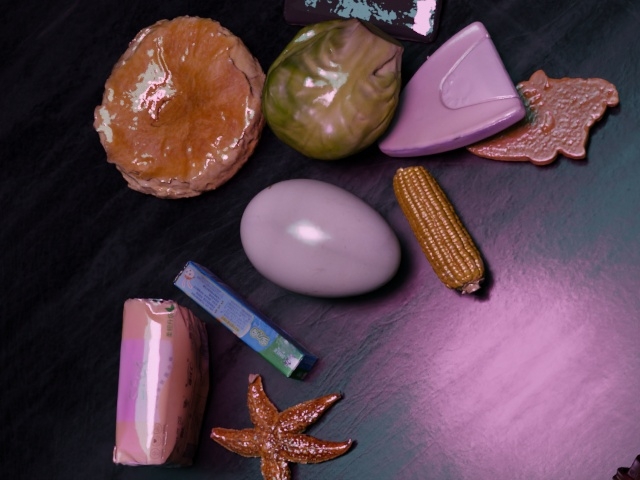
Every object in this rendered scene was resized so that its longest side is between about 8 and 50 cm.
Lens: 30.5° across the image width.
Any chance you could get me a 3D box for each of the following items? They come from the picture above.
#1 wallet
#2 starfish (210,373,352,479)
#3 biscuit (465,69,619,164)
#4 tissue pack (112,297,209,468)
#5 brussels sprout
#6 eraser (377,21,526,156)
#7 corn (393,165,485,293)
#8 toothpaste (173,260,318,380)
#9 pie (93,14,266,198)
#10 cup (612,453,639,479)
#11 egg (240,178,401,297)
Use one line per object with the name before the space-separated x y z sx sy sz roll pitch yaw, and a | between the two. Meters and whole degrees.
wallet | 0.072 -0.424 1.996 0.285 0.030 0.146 11 100 20
starfish | -0.062 0.321 1.875 0.227 0.043 0.240 -18 75 15
biscuit | 0.348 -0.189 1.857 0.250 0.035 0.162 -18 67 14
tissue pack | -0.249 0.234 1.873 0.123 0.215 0.256 -2 77 8
brussels sprout | 0.021 -0.246 1.895 0.244 0.244 0.244 -5 76 18
eraser | 0.199 -0.212 1.894 0.243 0.059 0.204 -33 54 23
corn | 0.186 -0.017 1.849 0.080 0.080 0.238 -32 66 10
toothpaste | -0.125 0.130 1.928 0.267 0.065 0.050 37 91 23
pie | -0.242 -0.234 2.048 0.340 0.083 0.339 -4 75 16
cup | 0.453 0.443 1.594 0.196 0.196 0.279 25 93 23
egg | 0.000 0.000 1.853 0.264 0.183 0.182 16 83 16
